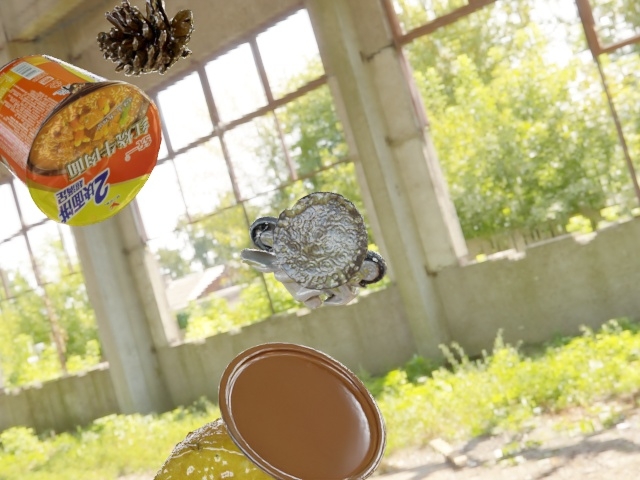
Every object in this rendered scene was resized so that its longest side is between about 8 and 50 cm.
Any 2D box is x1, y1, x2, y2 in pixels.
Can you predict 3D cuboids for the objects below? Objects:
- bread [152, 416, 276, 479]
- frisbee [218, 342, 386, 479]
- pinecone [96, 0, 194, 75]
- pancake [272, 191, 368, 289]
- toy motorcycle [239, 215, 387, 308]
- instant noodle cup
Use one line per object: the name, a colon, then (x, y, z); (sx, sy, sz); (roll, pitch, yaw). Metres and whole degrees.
bread: (-0.136, 0.527, 1.639); (0.398, 0.398, 0.215); (-17, 0, 20)
frisbee: (-0.024, 0.241, 1.193); (0.251, 0.251, 0.021); (-13, -39, -42)
pinecone: (-0.349, -0.408, 1.719); (0.195, 0.150, 0.179); (-24, 2, -28)
pancake: (0.000, 0.000, 1.676); (0.199, 0.199, 0.021); (-16, -12, -2)
toy motorcycle: (-0.024, 0.066, 2.059); (0.108, 0.341, 0.223); (-73, 6, -54)
instant noodle cup: (-0.352, -0.150, 1.171); (0.174, 0.213, 0.213); (33, 28, 31)
